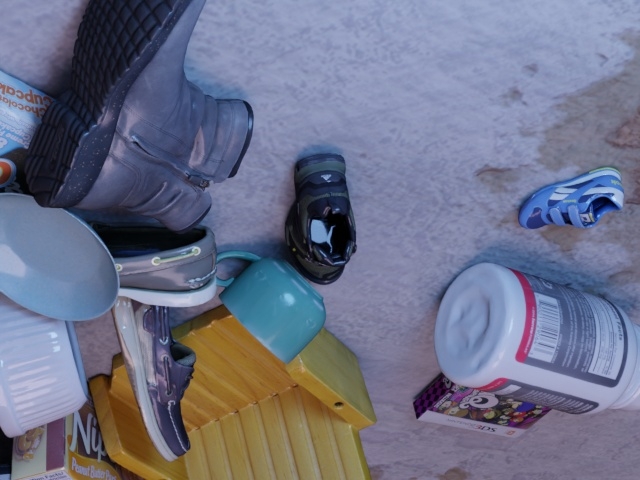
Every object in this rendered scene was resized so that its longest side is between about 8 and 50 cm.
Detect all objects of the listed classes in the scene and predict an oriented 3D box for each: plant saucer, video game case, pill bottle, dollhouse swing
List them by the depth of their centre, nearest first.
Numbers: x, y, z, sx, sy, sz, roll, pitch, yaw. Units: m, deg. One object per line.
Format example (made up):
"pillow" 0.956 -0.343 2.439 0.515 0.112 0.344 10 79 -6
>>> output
"plant saucer" -0.314 0.011 1.324 0.195 0.037 0.195 11 133 13
"pill bottle" 0.335 0.152 1.641 0.319 0.176 0.176 17 134 -28
"dollhouse swing" -0.117 0.319 1.662 0.347 0.305 0.315 -25 138 20
"video game case" 0.297 0.231 1.836 0.210 0.041 0.232 15 135 -28

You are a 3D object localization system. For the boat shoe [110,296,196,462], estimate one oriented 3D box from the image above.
"boat shoe" -0.214 0.170 1.563 0.092 0.103 0.285 -16 109 -4

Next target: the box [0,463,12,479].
"box" -0.556 0.403 1.714 0.318 0.097 0.395 -12 170 4

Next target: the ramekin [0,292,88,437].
"ramekin" -0.371 0.140 1.482 0.109 0.207 0.207 -14 142 -10

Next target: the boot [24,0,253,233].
"boot" -0.156 -0.162 1.235 0.223 0.118 0.338 7 129 -45

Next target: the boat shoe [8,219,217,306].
"boat shoe" -0.279 0.017 1.424 0.305 0.109 0.091 4 119 -4

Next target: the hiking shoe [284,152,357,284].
"hiking shoe" 0.000 0.000 1.442 0.086 0.114 0.227 -6 141 -3

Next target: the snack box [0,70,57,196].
"snack box" -0.429 -0.127 1.252 0.322 0.060 0.187 27 129 -36

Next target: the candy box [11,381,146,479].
"candy box" -0.354 0.340 1.735 0.088 0.183 0.316 -16 140 8

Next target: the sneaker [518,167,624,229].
"sneaker" 0.326 -0.044 1.494 0.144 0.059 0.053 -24 141 19

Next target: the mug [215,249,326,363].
"mug" -0.063 0.076 1.512 0.097 0.129 0.158 -45 124 -1
